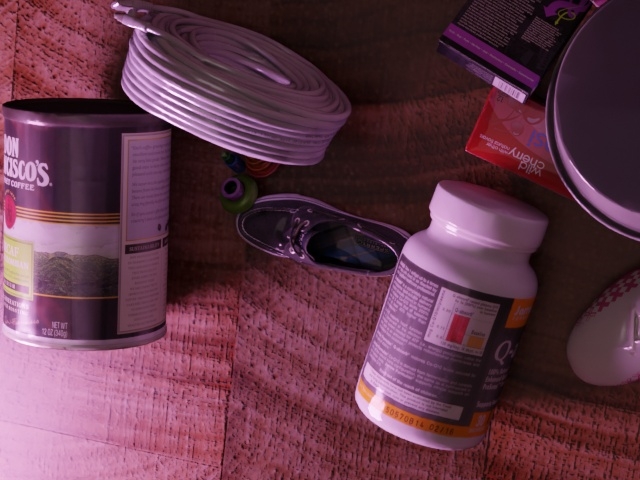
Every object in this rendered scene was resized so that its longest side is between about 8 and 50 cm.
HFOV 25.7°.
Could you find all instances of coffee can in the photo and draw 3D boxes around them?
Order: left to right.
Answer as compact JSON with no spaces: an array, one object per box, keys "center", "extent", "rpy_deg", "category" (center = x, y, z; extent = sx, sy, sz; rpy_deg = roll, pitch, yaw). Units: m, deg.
[{"center":[-0.279,-0.025,1.681],"extent":[0.201,0.201,0.275],"rpy_deg":[5,101,16],"category":"coffee can"}]

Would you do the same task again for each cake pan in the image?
[{"center":[0.370,-0.141,1.437],"extent":[0.293,0.054,0.293],"rpy_deg":[-3,81,21],"category":"cake pan"}]

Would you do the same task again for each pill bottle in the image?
[{"center":[0.152,0.083,1.590],"extent":[0.162,0.162,0.278],"rpy_deg":[21,105,12],"category":"pill bottle"}]

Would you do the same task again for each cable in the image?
[{"center":[-0.096,-0.171,1.573],"extent":[0.257,0.257,0.089],"rpy_deg":[39,113,33],"category":"cable"}]

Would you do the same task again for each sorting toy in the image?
[{"center":[-0.094,-0.084,1.688],"extent":[0.061,0.042,0.102],"rpy_deg":[39,92,33],"category":"sorting toy"}]

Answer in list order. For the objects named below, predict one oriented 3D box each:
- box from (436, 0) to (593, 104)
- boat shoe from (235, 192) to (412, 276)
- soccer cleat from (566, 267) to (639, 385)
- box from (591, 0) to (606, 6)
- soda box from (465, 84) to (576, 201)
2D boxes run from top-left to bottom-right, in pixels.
[{"center":[0.218,-0.242,1.541],"extent":[0.116,0.029,0.162],"rpy_deg":[33,70,9],"category":"box"},{"center":[0.000,0.000,1.667],"extent":[0.228,0.076,0.080],"rpy_deg":[17,103,13],"category":"boat shoe"},{"center":[0.409,0.066,1.520],"extent":[0.331,0.143,0.116],"rpy_deg":[-30,90,19],"category":"soccer cleat"},{"center":[0.233,-0.394,1.415],"extent":[0.117,0.213,0.243],"rpy_deg":[-37,58,18],"category":"box"},{"center":[0.300,-0.085,1.555],"extent":[0.263,0.092,0.083],"rpy_deg":[26,105,11],"category":"soda box"}]
